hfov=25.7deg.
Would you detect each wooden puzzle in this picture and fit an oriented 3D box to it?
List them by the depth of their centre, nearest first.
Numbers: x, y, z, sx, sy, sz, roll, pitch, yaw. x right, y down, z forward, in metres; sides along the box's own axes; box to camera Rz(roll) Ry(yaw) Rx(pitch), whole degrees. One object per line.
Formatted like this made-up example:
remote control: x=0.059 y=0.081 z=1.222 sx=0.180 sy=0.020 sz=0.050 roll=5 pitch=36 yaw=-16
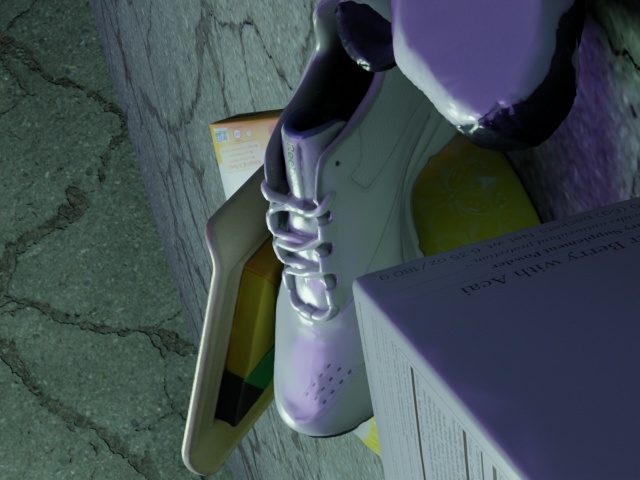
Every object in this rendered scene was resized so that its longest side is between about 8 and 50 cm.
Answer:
wooden puzzle: x=-0.034 y=0.041 z=1.103 sx=0.044 sy=0.221 sz=0.238 roll=20 pitch=128 yaw=17

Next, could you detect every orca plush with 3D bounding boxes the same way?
orca plush: x=0.085 y=-0.143 z=0.790 sx=0.102 sy=0.151 sz=0.287 roll=43 pitch=-169 yaw=-44

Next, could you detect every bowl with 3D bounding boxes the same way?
bowl: x=0.059 y=0.066 z=1.023 sx=0.289 sy=0.156 sz=0.289 roll=164 pitch=90 yaw=-77

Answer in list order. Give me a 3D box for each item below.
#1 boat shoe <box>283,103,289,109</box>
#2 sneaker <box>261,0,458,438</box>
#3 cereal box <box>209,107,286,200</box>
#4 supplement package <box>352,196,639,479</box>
boat shoe: x=0.001 y=-0.009 z=1.334 sx=0.109 sy=0.089 sz=0.258 roll=130 pitch=123 yaw=-75
sneaker: x=0.008 y=-0.021 z=0.872 sx=0.111 sy=0.129 sz=0.297 roll=14 pitch=98 yaw=35
cereal box: x=0.000 y=0.000 z=1.250 sx=0.173 sy=0.047 sz=0.240 roll=-3 pitch=105 yaw=39
supplement package: x=0.152 y=0.122 z=0.626 sx=0.293 sy=0.177 sz=0.175 roll=-131 pitch=29 yaw=-62
